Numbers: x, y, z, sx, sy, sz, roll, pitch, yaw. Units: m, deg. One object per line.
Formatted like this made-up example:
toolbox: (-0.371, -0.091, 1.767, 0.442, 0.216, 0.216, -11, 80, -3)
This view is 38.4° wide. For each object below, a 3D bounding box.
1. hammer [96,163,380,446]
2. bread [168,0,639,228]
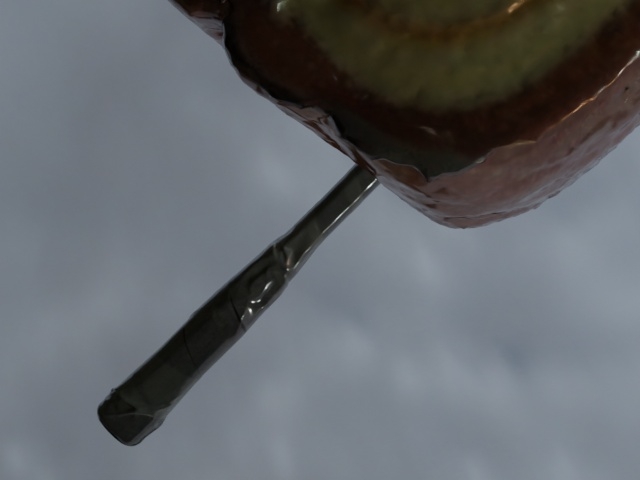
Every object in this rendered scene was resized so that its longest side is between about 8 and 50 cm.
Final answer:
hammer: (0.000, 0.000, 0.627, 0.152, 0.044, 0.427, 42, -78, -5)
bread: (0.079, -0.123, 0.406, 0.244, 0.123, 0.190, -43, -97, -1)
